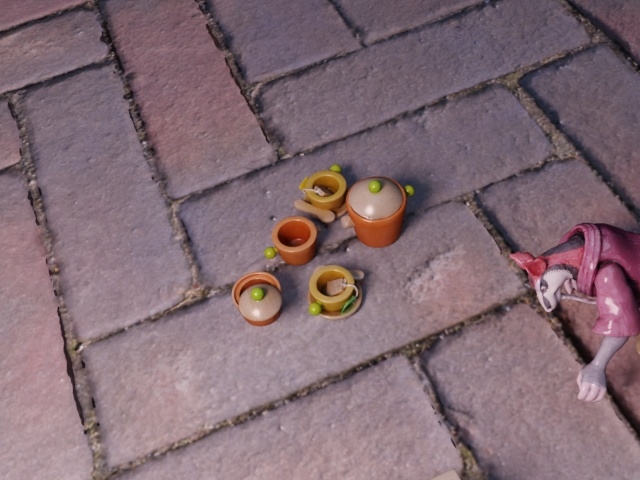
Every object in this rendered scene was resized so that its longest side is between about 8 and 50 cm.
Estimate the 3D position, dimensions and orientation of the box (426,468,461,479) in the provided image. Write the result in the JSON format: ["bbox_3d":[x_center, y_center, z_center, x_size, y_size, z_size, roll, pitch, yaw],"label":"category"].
[{"bbox_3d":[0.049,0.405,0.864,0.311,0.121,0.148,-21,54,-8],"label":"box"}]

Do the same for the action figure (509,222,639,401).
[{"bbox_3d":[0.433,0.045,0.986,0.371,0.275,0.248,9,40,-15],"label":"action figure"}]

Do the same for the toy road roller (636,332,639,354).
[{"bbox_3d":[0.556,0.081,0.873,0.330,0.202,0.240,-28,13,33],"label":"toy road roller"}]

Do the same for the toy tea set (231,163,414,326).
[{"bbox_3d":[0.000,0.000,1.168,0.200,0.124,0.336,20,58,20],"label":"toy tea set"}]
